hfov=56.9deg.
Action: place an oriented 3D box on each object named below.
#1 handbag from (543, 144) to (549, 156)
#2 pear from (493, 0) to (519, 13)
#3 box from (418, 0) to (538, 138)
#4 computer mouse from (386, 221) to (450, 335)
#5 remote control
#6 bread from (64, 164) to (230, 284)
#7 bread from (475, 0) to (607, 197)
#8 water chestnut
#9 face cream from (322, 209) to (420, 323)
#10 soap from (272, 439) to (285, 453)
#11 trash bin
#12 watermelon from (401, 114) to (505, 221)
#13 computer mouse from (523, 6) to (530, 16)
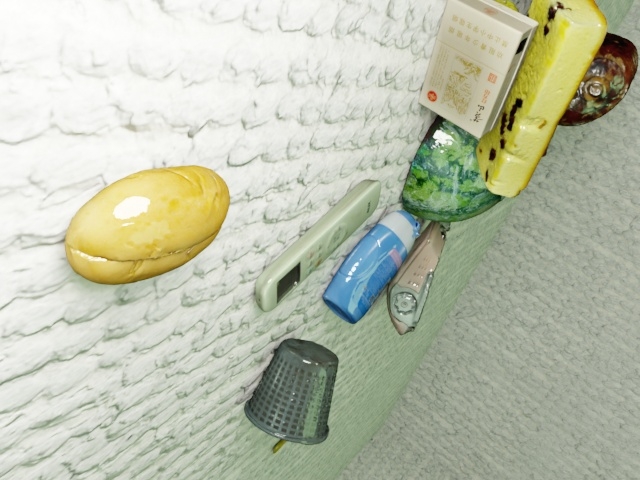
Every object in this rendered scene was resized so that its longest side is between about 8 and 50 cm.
[{"bbox_3d":[0.466,-0.320,1.231,0.276,0.084,0.259,8,107,-62],"label":"handbag"},{"bbox_3d":[0.291,-0.353,1.021,0.107,0.107,0.131,-31,139,-50],"label":"pear"},{"bbox_3d":[0.252,-0.287,0.971,0.058,0.141,0.201,-36,151,-34],"label":"box"},{"bbox_3d":[0.254,0.074,1.581,0.199,0.115,0.388,-47,153,-73],"label":"computer mouse"},{"bbox_3d":[0.001,0.000,0.980,0.309,0.038,0.090,-43,156,-32],"label":"remote control"},{"bbox_3d":[-0.150,-0.015,0.563,0.189,0.077,0.114,-25,139,-51],"label":"bread"},{"bbox_3d":[0.353,-0.237,0.999,0.361,0.077,0.138,100,-11,-49],"label":"bread"},{"bbox_3d":[0.719,-0.447,1.630,0.244,0.289,0.289,5,119,-40],"label":"water chestnut"},{"bbox_3d":[0.115,0.045,1.241,0.264,0.083,0.149,-51,144,-15],"label":"face cream"},{"bbox_3d":[-0.102,0.553,1.626,0.089,0.012,0.034,-36,151,-45],"label":"soap"},{"bbox_3d":[-0.045,0.283,1.156,0.175,0.176,0.160,-1,109,-66],"label":"trash bin"},{"bbox_3d":[0.281,-0.141,1.287,0.305,0.224,0.180,59,22,-66],"label":"watermelon"},{"bbox_3d":[0.421,-0.390,1.278,0.330,0.095,0.197,-59,157,-8],"label":"computer mouse"}]
